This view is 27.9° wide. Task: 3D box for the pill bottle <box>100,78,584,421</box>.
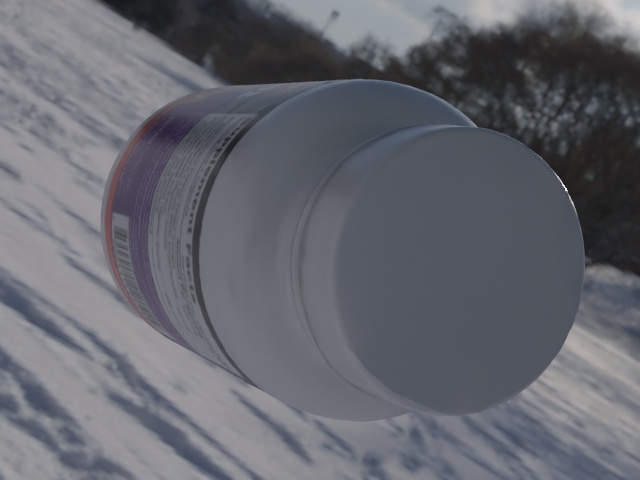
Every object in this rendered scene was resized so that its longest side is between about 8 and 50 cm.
[{"bbox_3d":[0.000,0.000,0.434,0.108,0.108,0.193,28,-6,-24],"label":"pill bottle"}]
